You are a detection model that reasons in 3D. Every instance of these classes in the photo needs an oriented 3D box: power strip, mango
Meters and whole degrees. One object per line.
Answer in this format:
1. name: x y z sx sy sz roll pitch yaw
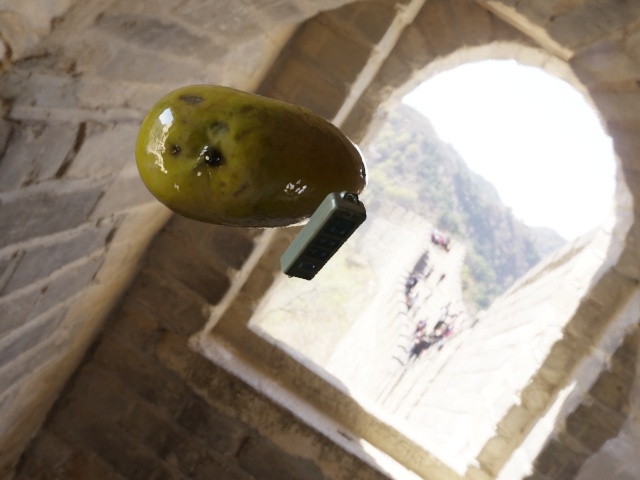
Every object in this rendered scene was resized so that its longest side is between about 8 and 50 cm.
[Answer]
1. power strip: 0.000 0.000 0.465 0.027 0.083 0.017 17 40 -28
2. mango: -0.081 -0.104 0.978 0.253 0.182 0.364 19 6 44
